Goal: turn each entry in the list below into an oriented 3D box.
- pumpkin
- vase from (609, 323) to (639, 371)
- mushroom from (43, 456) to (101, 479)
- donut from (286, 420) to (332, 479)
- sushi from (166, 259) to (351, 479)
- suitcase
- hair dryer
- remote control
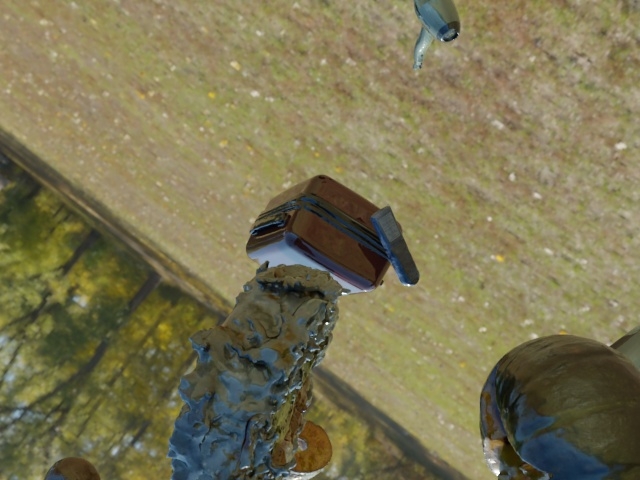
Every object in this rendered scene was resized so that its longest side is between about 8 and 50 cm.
[{"bbox_3d":[0.244,0.200,0.736,0.238,0.159,0.237,165,90,-89],"label":"pumpkin"},{"bbox_3d":[0.509,0.246,1.336,0.165,0.360,0.165,45,172,9],"label":"vase"},{"bbox_3d":[-0.474,0.472,1.505,0.127,0.127,0.087,34,-174,18],"label":"mushroom"},{"bbox_3d":[-0.054,0.438,1.655,0.152,0.152,0.058,34,126,14],"label":"donut"},{"bbox_3d":[-0.093,0.211,1.113,0.176,0.417,0.417,17,169,3],"label":"sushi"},{"bbox_3d":[0.000,0.000,1.550,0.236,0.161,0.297,31,164,-16],"label":"suitcase"},{"bbox_3d":[0.219,-0.511,1.740,0.225,0.088,0.218,150,103,-75],"label":"hair dryer"},{"bbox_3d":[0.136,0.013,1.404,0.152,0.043,0.027,63,160,-16],"label":"remote control"}]
